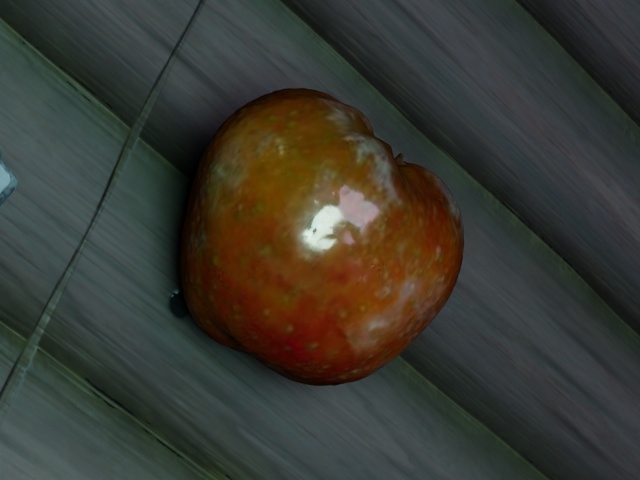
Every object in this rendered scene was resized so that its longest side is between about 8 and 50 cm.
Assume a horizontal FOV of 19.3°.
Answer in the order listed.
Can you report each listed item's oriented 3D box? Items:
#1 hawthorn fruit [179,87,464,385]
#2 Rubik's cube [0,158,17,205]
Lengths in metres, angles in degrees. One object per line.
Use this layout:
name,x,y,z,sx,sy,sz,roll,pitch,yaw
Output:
hawthorn fruit,0.000,0.000,1.827,0.284,0.284,0.284,12,72,-40
Rubik's cube,-0.426,-0.036,1.464,0.237,0.237,0.238,52,50,-19
